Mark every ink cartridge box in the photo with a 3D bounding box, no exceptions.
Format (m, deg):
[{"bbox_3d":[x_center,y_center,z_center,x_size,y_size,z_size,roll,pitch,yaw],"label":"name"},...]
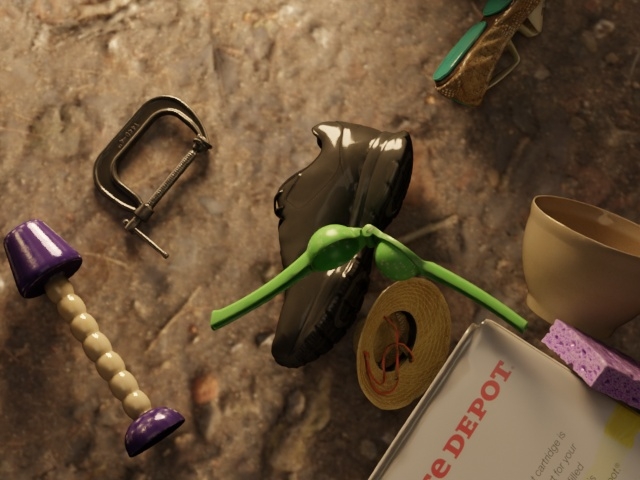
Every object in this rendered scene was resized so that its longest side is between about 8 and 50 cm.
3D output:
[{"bbox_3d":[0.240,0.297,1.247,0.385,0.160,0.279,34,81,9],"label":"ink cartridge box"}]

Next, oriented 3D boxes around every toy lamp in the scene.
[{"bbox_3d":[-0.248,0.099,1.356,0.080,0.080,0.274,-34,82,-4],"label":"toy lamp"}]

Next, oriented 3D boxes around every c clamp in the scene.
[{"bbox_3d":[-0.180,-0.079,1.418,0.137,0.022,0.160,32,83,14],"label":"c clamp"}]

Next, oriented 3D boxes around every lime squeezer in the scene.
[{"bbox_3d":[0.048,0.033,1.242,0.311,0.058,0.110,1,50,10],"label":"lime squeezer"}]

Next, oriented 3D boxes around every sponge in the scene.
[{"bbox_3d":[0.328,0.149,1.252,0.210,0.117,0.031,27,98,-22],"label":"sponge"}]

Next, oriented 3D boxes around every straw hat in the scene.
[{"bbox_3d":[0.069,0.104,1.343,0.061,0.144,0.144,10,75,48],"label":"straw hat"}]

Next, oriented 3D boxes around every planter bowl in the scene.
[{"bbox_3d":[0.277,0.034,1.314,0.162,0.162,0.109,23,108,7],"label":"planter bowl"}]

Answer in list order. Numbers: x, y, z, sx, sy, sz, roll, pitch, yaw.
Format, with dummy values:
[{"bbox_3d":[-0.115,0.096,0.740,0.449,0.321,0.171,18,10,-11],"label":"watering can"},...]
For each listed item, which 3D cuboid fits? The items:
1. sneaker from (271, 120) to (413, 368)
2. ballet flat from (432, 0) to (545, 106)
[{"bbox_3d":[0.000,0.000,1.360,0.130,0.109,0.286,19,72,14],"label":"sneaker"},{"bbox_3d":[0.205,-0.234,1.415,0.067,0.073,0.206,39,85,-18],"label":"ballet flat"}]
